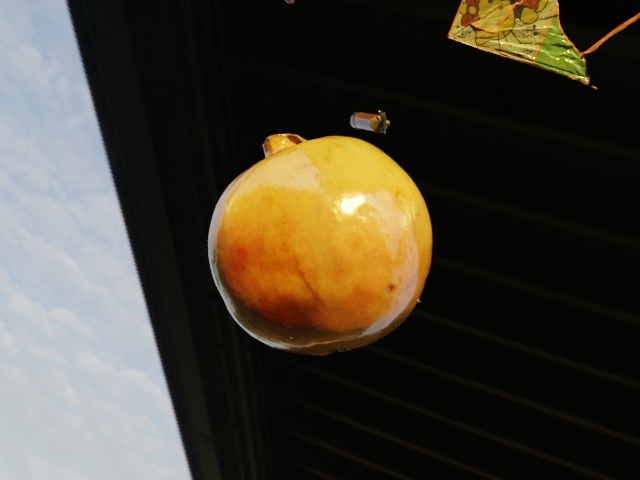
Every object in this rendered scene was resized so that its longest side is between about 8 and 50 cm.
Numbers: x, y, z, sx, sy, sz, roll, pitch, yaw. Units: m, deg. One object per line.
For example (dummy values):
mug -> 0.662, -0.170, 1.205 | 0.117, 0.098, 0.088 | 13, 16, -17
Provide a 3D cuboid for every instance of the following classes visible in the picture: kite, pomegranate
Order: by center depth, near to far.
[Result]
pomegranate -> 0.002, 0.003, 0.615 | 0.191, 0.191, 0.191 | 18, -44, 18
kite -> 0.227, -0.235, 0.651 | 0.244, 0.006, 0.198 | -26, -84, 12

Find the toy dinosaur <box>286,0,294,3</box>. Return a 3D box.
toy dinosaur -> -0.108, -0.444, 0.986 | 0.053, 0.167, 0.242 | -11, -16, 28

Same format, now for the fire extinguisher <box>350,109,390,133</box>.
fire extinguisher -> 0.060, -0.143, 0.876 | 0.083, 0.023, 0.028 | -148, -139, -66
